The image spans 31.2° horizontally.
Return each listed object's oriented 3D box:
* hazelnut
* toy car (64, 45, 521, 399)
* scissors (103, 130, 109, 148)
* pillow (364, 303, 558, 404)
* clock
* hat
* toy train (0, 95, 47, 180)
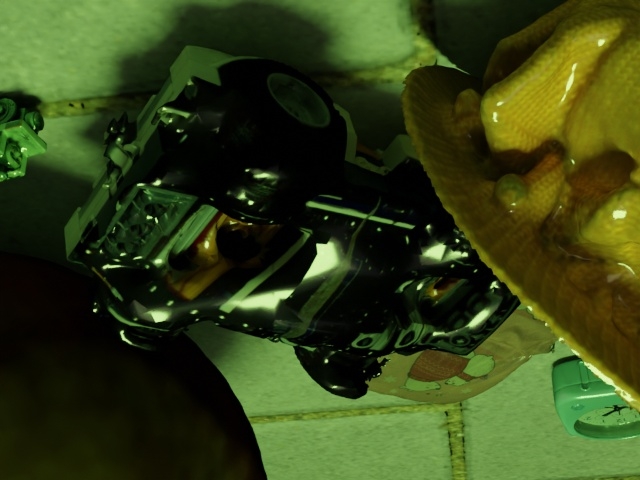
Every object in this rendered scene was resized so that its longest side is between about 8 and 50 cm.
[{"bbox_3d":[-0.234,0.180,0.788,0.402,0.402,0.429,-29,148,36],"label":"hazelnut"},{"bbox_3d":[0.001,-0.001,0.713,0.301,0.118,0.193,16,128,-33],"label":"toy car"},{"bbox_3d":[-0.079,-0.055,0.732,0.119,0.014,0.058,7,143,-19],"label":"scissors"},{"bbox_3d":[0.136,0.060,0.899,0.135,0.049,0.248,20,138,-33],"label":"pillow"},{"bbox_3d":[0.273,0.150,1.054,0.108,0.045,0.147,-9,148,13],"label":"clock"},{"bbox_3d":[0.208,-0.067,0.571,0.233,0.244,0.233,17,130,-38],"label":"hat"},{"bbox_3d":[-0.205,-0.054,0.689,0.083,0.053,0.033,-11,147,16],"label":"toy train"}]
